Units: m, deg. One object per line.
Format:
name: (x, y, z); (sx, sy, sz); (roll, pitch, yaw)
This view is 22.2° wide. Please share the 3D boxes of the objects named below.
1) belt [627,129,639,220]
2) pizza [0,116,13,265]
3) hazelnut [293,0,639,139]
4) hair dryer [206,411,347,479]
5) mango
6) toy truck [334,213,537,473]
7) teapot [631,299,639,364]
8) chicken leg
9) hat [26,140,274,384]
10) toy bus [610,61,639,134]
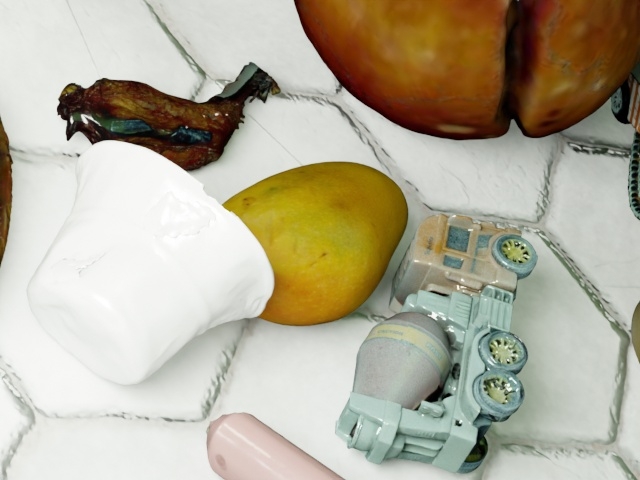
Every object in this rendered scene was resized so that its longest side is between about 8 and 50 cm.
belt: (0.436, -0.104, 1.747); (0.150, 0.207, 0.257); (30, 50, -15)
pizza: (-0.349, -0.022, 1.216); (0.287, 0.074, 0.251); (-5, 59, -37)
hazelnut: (0.144, -0.309, 1.593); (0.402, 0.402, 0.429); (22, 63, -20)
hair dryer: (0.039, 0.246, 1.225); (0.352, 0.210, 0.125); (33, 35, 29)
mango: (0.000, 0.000, 1.421); (0.138, 0.113, 0.253); (48, 36, 14)
toy truck: (0.101, 0.091, 1.425); (0.140, 0.108, 0.257); (17, 49, -5)
teapot: (0.439, 0.088, 1.615); (0.267, 0.175, 0.185); (42, 45, 1)
chicken leg: (-0.125, -0.113, 1.471); (0.253, 0.051, 0.106); (-13, 59, -45)
hat: (-0.147, 0.032, 1.264); (0.203, 0.203, 0.126); (39, 64, -1)
toy bus: (0.334, -0.207, 1.741); (0.093, 0.092, 0.409); (1, 29, -12)
